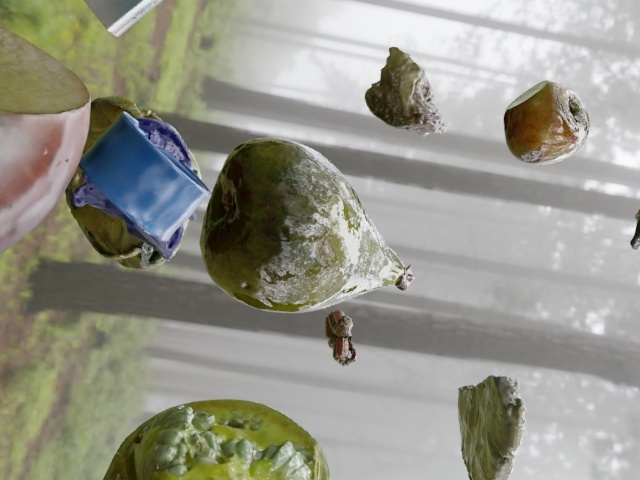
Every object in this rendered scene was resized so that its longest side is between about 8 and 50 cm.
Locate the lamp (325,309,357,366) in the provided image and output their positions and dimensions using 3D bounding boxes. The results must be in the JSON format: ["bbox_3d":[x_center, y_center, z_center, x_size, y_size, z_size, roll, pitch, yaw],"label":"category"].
[{"bbox_3d":[0.024,0.120,1.337,0.083,0.031,0.063,-152,-115,-73],"label":"lamp"}]

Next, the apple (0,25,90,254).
[{"bbox_3d":[-0.380,-0.110,0.782,0.295,0.365,0.329,-60,165,-15],"label":"apple"}]

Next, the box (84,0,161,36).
[{"bbox_3d":[-0.374,-0.496,1.824,0.155,0.243,0.067,-40,174,4],"label":"box"}]

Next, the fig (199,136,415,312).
[{"bbox_3d":[0.002,-0.002,0.818,0.126,0.185,0.133,150,-45,-79],"label":"fig"}]

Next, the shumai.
[{"bbox_3d":[0.135,-0.204,1.528,0.105,0.123,0.139,-52,-143,40],"label":"shumai"}]

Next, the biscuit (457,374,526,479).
[{"bbox_3d":[0.201,0.238,1.284,0.290,0.038,0.141,113,-20,-79],"label":"biscuit"}]

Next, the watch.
[{"bbox_3d":[-0.242,-0.078,1.465,0.171,0.196,0.200,-56,-164,3],"label":"watch"}]

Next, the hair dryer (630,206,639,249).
[{"bbox_3d":[0.586,-0.118,1.662,0.344,0.189,0.107,-55,-154,-9],"label":"hair dryer"}]

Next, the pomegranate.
[{"bbox_3d":[-0.069,0.291,1.047,0.260,0.341,0.260,12,90,-89],"label":"pomegranate"}]

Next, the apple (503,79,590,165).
[{"bbox_3d":[0.281,-0.142,1.321,0.102,0.099,0.114,-28,-164,36],"label":"apple"}]

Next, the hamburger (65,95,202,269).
[{"bbox_3d":[-0.320,-0.095,1.792,0.265,0.134,0.285,51,-55,31],"label":"hamburger"}]
